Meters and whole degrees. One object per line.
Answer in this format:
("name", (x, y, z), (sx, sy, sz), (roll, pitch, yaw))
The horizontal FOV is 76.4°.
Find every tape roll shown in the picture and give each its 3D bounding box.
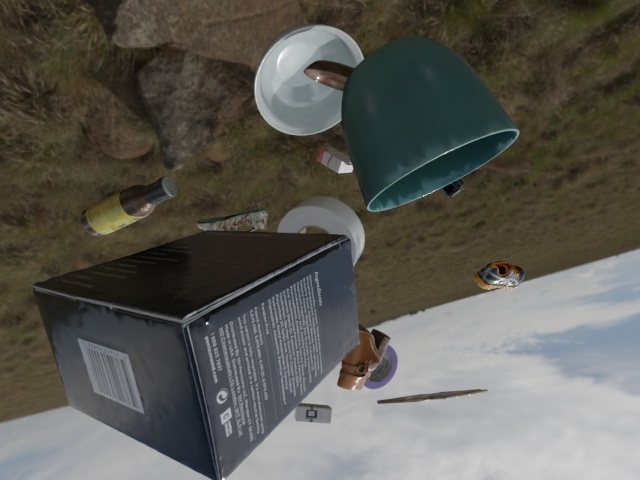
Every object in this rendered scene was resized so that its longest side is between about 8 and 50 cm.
("tape roll", (0.214, 0.495, 1.645), (0.189, 0.189, 0.080), (-10, -168, -26))
("tape roll", (0.000, 0.000, 1.356), (0.286, 0.286, 0.100), (-23, -165, 31))

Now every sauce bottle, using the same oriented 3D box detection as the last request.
("sauce bottle", (-0.626, -0.114, 1.334), (0.344, 0.111, 0.111), (-19, 168, 20))

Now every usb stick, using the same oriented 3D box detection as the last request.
("usb stick", (0.398, -0.274, 1.435), (0.077, 0.278, 0.045), (-41, 171, 30))

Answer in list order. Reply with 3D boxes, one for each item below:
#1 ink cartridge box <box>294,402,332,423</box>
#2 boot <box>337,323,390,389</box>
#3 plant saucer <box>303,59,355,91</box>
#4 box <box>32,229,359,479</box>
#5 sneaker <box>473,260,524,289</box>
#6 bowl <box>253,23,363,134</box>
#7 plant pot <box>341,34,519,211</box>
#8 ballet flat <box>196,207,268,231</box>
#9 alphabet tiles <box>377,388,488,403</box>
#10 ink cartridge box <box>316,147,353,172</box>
("ink cartridge box", (-0.050, 0.706, 1.669), (0.180, 0.060, 0.104), (7, 165, -6))
("boot", (0.101, 0.389, 1.383), (0.283, 0.220, 0.109), (29, 180, -43))
("plant saucer", (0.047, -0.356, 0.888), (0.168, 0.029, 0.168), (16, -170, -3))
("box", (-0.238, 0.170, 0.894), (0.479, 0.297, 0.471), (3, -162, 34))
("sneaker", (0.594, 0.106, 1.311), (0.214, 0.084, 0.083), (-4, 136, -33))
("bowl", (-0.043, -0.439, 1.069), (0.297, 0.134, 0.298), (-14, 143, -11))
("plant pot", (0.172, -0.224, 0.761), (0.293, 0.235, 0.293), (-23, 171, -4))
("ballet flat", (-0.280, -0.048, 1.299), (0.241, 0.077, 0.091), (-9, -172, 11))
("alphabet tiles", (0.368, 0.518, 1.354), (0.342, 0.011, 0.285), (9, 155, -37))
("ink cartridge box", (0.089, -0.390, 2.017), (0.115, 0.198, 0.067), (-15, 132, -46))
